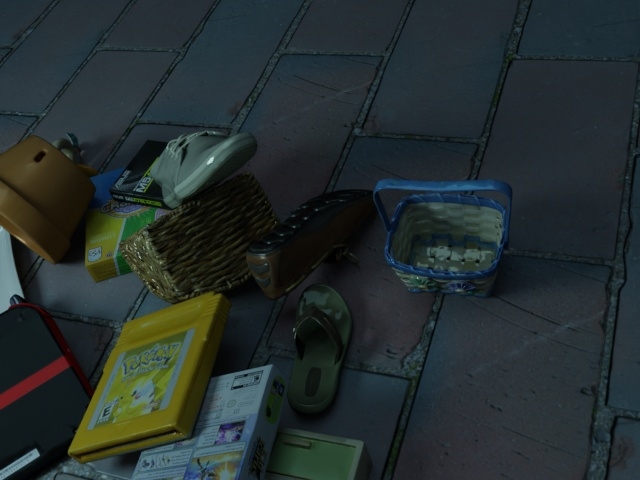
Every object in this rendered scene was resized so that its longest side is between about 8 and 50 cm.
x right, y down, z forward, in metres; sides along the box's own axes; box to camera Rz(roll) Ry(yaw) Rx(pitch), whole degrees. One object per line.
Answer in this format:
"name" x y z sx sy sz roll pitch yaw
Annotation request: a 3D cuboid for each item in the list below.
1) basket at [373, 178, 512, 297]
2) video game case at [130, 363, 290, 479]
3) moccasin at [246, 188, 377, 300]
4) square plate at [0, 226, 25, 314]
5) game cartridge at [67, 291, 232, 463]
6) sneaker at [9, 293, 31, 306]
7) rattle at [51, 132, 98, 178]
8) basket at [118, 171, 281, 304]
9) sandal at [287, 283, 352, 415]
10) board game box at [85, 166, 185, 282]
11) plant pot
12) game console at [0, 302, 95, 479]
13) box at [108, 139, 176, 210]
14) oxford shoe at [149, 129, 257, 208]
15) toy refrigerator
"basket" 0.250 -0.016 1.531 0.254 0.289 0.201 3 50 20
"video game case" -0.198 0.352 1.362 0.269 0.061 0.244 -18 38 32
"moccasin" 0.003 0.000 1.697 0.139 0.147 0.380 0 28 37
"square plate" -0.883 0.141 1.886 0.347 0.049 0.344 -26 46 -8
"game cartridge" -0.321 0.254 1.506 0.285 0.053 0.324 -21 38 29
"sneaker" -0.639 0.214 1.710 0.098 0.083 0.223 -41 62 -9
"rattle" -0.641 -0.230 2.114 0.142 0.130 0.200 -17 19 17
"basket" -0.252 0.016 1.734 0.299 0.214 0.223 -32 6 -29
"sandal" -0.004 0.199 1.548 0.120 0.086 0.303 -5 44 11
"board game box" -0.453 -0.063 1.934 0.242 0.064 0.317 -17 47 1
"plant pot" -0.675 -0.110 1.868 0.290 0.291 0.203 27 69 34
"game console" -0.668 0.341 1.583 0.386 0.060 0.342 -32 71 -12
"box" -0.393 -0.163 1.932 0.184 0.045 0.191 12 53 22
"oxford shoe" -0.261 -0.164 1.637 0.169 0.130 0.449 -30 7 -23
"toy refrigerator" -0.055 0.393 1.385 0.269 0.094 0.102 5 51 21
